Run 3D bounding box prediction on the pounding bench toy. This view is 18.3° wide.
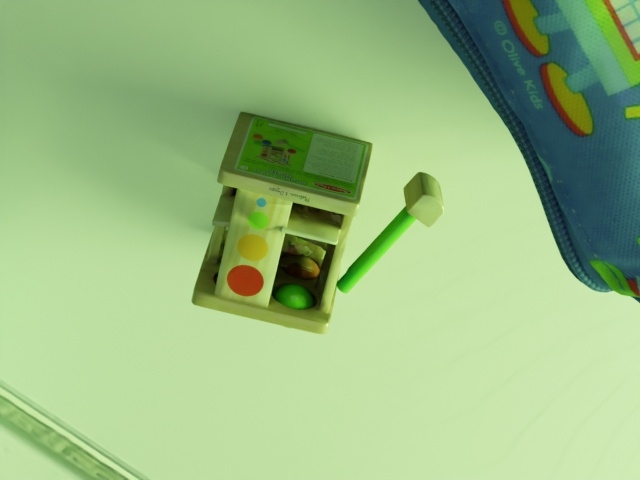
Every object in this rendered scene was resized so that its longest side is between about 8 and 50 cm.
[{"bbox_3d":[0.000,0.000,0.746,0.083,0.052,0.065,13,119,0],"label":"pounding bench toy"}]

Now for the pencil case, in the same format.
[{"bbox_3d":[0.070,-0.114,0.637,0.133,0.119,0.306,-37,110,-3],"label":"pencil case"}]
